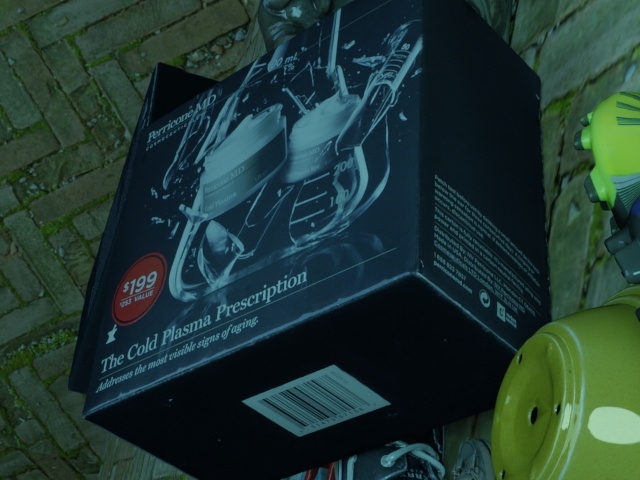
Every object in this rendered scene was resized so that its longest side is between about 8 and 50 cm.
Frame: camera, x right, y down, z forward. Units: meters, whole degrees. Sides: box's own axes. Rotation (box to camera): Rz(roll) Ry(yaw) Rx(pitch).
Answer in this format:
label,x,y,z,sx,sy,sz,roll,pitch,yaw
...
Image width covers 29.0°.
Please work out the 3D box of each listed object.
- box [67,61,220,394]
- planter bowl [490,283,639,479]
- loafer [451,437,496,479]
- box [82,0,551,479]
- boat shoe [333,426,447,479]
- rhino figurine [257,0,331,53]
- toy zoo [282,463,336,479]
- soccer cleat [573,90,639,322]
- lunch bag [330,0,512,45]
label,x,y,z,sx,sy,sz,roll,pitch,yaw
box,-0.125,0.023,1.570,0.212,0.293,0.396,-92,22,-52
planter bowl,0.161,0.112,0.734,0.217,0.090,0.217,-166,90,-76
loafer,0.115,0.196,0.940,0.125,0.039,0.045,-93,21,-52
box,0.000,0.000,1.023,0.343,0.179,0.313,-26,43,33
boat shoe,0.061,0.203,1.019,0.102,0.108,0.301,143,142,-61
rhino figurine,-0.023,-0.228,1.184,0.106,0.073,0.243,137,143,-55
toy zoo,0.007,0.218,1.362,0.192,0.030,0.293,175,111,-75
soccer cleat,0.217,-0.026,0.701,0.093,0.121,0.289,63,-166,-17
lunch bag,0.099,-0.249,1.208,0.287,0.168,0.235,116,163,-56
